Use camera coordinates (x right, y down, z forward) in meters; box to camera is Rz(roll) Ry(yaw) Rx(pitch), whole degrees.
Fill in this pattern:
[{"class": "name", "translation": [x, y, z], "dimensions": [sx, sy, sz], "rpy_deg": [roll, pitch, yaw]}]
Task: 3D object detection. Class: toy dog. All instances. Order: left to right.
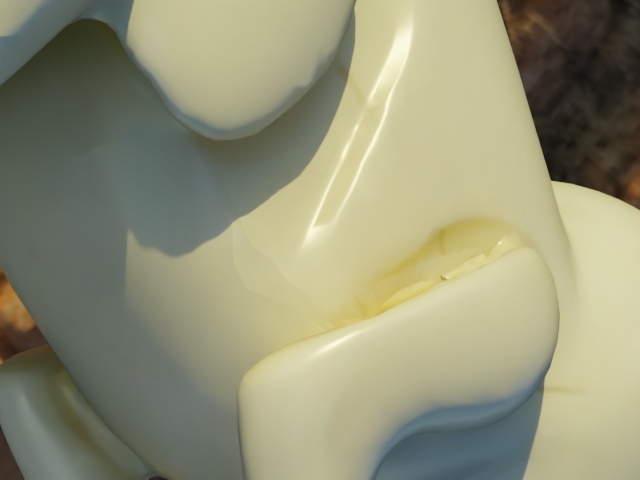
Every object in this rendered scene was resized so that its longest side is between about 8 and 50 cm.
[{"class": "toy dog", "translation": [0.000, 0.000, 0.713], "dimensions": [0.408, 0.284, 0.395], "rpy_deg": [47, 48, -21]}]
